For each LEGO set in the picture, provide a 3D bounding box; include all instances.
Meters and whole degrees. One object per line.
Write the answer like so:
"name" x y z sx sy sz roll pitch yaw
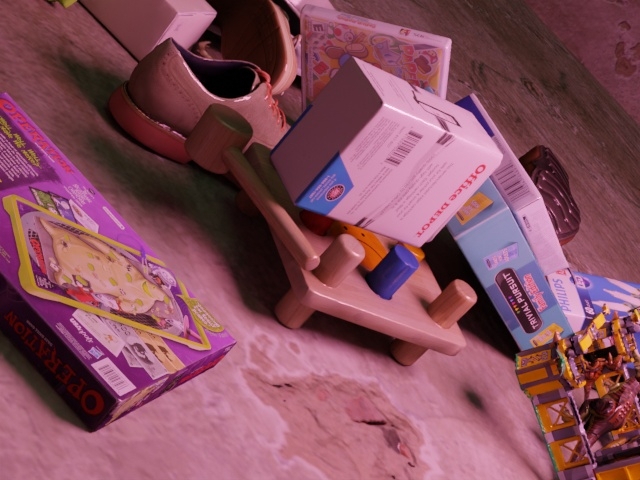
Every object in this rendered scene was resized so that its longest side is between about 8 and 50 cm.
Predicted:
"LEGO set" 0.400 0.194 1.464 0.331 0.192 0.255 8 64 -57

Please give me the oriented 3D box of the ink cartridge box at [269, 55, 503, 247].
"ink cartridge box" 0.073 -0.089 1.277 0.203 0.148 0.086 18 33 -44

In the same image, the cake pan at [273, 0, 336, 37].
"cake pan" -0.075 -0.390 1.743 0.293 0.054 0.293 46 0 -1

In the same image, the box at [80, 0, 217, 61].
"box" -0.278 -0.362 1.602 0.275 0.094 0.113 46 24 10

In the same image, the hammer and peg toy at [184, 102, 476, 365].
"hammer and peg toy" 0.000 0.000 1.360 0.361 0.127 0.266 21 33 -38

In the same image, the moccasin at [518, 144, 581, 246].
"moccasin" 0.338 -0.059 1.983 0.139 0.147 0.380 51 17 -14

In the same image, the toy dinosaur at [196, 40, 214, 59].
"toy dinosaur" -0.150 -0.221 1.605 0.183 0.053 0.093 7 42 -52

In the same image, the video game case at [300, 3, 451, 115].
"video game case" 0.071 -0.208 1.642 0.206 0.227 0.026 16 50 14

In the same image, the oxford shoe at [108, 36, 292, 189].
"oxford shoe" -0.083 -0.142 1.469 0.348 0.130 0.123 17 33 -43

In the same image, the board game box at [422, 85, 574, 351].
"board game box" 0.219 -0.010 1.608 0.336 0.079 0.254 53 9 -46

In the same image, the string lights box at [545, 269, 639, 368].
"string lights box" 0.453 0.124 1.775 0.259 0.077 0.133 11 30 -7

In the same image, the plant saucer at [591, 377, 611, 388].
"plant saucer" 0.395 0.192 1.763 0.083 0.015 0.083 33 25 -17

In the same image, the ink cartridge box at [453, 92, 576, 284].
"ink cartridge box" 0.268 -0.062 1.659 0.224 0.045 0.223 54 8 -49

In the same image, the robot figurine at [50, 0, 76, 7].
"robot figurine" -0.344 -0.351 1.514 0.115 0.067 0.101 50 -2 21

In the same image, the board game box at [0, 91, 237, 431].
"board game box" -0.249 0.004 1.077 0.347 0.056 0.208 46 28 11

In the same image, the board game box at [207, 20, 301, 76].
"board game box" -0.147 -0.387 1.898 0.390 0.050 0.390 21 30 -38

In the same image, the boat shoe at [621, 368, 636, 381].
"boat shoe" 0.479 0.175 1.862 0.081 0.079 0.227 21 26 -2

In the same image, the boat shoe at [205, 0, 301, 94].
"boat shoe" -0.084 -0.291 1.646 0.089 0.104 0.285 28 27 -42
